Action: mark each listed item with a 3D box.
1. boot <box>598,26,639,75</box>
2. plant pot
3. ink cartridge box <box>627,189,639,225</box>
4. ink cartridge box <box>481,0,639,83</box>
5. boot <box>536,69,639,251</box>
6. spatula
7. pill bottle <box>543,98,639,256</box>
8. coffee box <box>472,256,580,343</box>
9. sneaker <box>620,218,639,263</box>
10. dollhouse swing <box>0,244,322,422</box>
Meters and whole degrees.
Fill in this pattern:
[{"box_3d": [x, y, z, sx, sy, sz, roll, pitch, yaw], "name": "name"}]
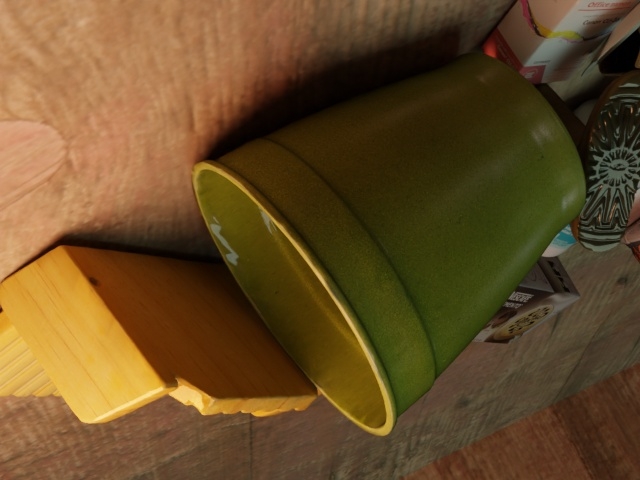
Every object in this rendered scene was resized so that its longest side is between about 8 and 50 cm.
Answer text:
[{"box_3d": [0.481, -0.240, 1.717, 0.220, 0.109, 0.283, -15, 167, -12], "name": "boot"}, {"box_3d": [0.102, -0.027, 1.458, 0.353, 0.366, 0.366, -34, 160, -15], "name": "plant pot"}, {"box_3d": [0.532, -0.104, 2.133, 0.189, 0.066, 0.232, -40, 160, 26], "name": "ink cartridge box"}, {"box_3d": [0.291, -0.268, 1.470, 0.115, 0.067, 0.198, -11, 152, -37], "name": "ink cartridge box"}, {"box_3d": [0.318, -0.139, 1.588, 0.089, 0.269, 0.236, 10, 114, -16], "name": "boot"}, {"box_3d": [0.404, -0.290, 1.499, 0.242, 0.019, 0.168, -45, 172, 3], "name": "spatula"}, {"box_3d": [0.381, -0.104, 1.830, 0.146, 0.146, 0.264, -5, 148, -45], "name": "pill bottle"}, {"box_3d": [0.303, 0.084, 2.182, 0.168, 0.119, 0.297, -37, 157, 22], "name": "coffee box"}, {"box_3d": [0.637, 0.025, 2.274, 0.124, 0.180, 0.321, -38, 172, 8], "name": "sneaker"}, {"box_3d": [-0.241, 0.184, 1.576, 0.305, 0.315, 0.347, -50, 152, 17], "name": "dollhouse swing"}]
